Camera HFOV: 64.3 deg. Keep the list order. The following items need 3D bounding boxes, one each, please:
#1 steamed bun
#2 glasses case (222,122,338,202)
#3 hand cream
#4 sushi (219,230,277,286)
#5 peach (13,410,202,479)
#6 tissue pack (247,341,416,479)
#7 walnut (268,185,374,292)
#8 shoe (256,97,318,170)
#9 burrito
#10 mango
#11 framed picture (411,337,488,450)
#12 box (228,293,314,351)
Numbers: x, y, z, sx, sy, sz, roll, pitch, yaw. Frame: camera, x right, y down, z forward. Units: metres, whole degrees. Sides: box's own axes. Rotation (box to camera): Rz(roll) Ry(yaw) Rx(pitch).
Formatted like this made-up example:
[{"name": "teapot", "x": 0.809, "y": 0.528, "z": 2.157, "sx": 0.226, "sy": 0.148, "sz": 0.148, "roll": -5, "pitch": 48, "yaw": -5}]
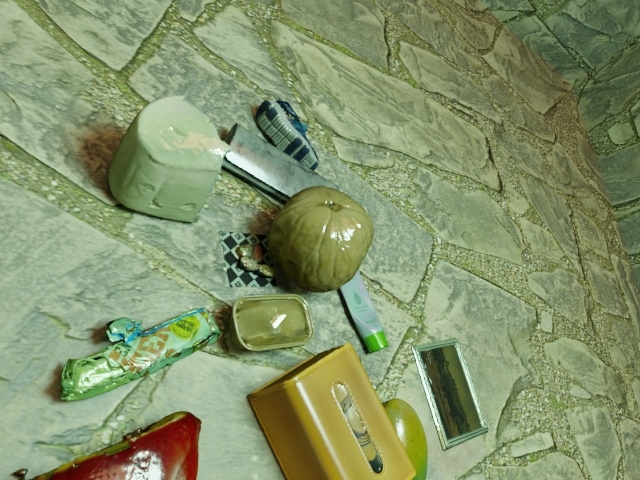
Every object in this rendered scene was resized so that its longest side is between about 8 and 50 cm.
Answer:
[{"name": "steamed bun", "x": -0.263, "y": -0.157, "z": 0.929, "sx": 0.200, "sy": 0.225, "sz": 0.170, "roll": 16, "pitch": 56, "yaw": -32}, {"name": "glasses case", "x": -0.092, "y": -0.153, "z": 1.194, "sx": 0.299, "sy": 0.060, "sz": 0.114, "roll": 28, "pitch": 59, "yaw": -26}, {"name": "hand cream", "x": 0.085, "y": 0.130, "z": 1.206, "sx": 0.079, "sy": 0.050, "sz": 0.275, "roll": 22, "pitch": 43, "yaw": -65}, {"name": "sushi", "x": -0.144, "y": 0.034, "z": 1.066, "sx": 0.120, "sy": 0.026, "sz": 0.126, "roll": 3, "pitch": 64, "yaw": -39}, {"name": "peach", "x": -0.260, "y": 0.345, "z": 0.702, "sx": 0.267, "sy": 0.158, "sz": 0.154, "roll": -10, "pitch": 79, "yaw": -46}, {"name": "tissue pack", "x": 0.028, "y": 0.357, "z": 0.947, "sx": 0.194, "sy": 0.145, "sz": 0.275, "roll": -21, "pitch": 82, "yaw": -48}, {"name": "walnut", "x": 0.000, "y": 0.000, "z": 1.075, "sx": 0.228, "sy": 0.228, "sz": 0.228, "roll": 21, "pitch": 54, "yaw": -31}, {"name": "shoe", "x": -0.067, "y": -0.263, "z": 1.260, "sx": 0.106, "sy": 0.091, "sz": 0.207, "roll": -31, "pitch": 88, "yaw": -46}, {"name": "burrito", "x": -0.291, "y": 0.168, "z": 0.838, "sx": 0.288, "sy": 0.054, "sz": 0.104, "roll": -21, "pitch": 80, "yaw": -46}, {"name": "mango", "x": 0.169, "y": 0.434, "z": 1.068, "sx": 0.130, "sy": 0.091, "sz": 0.195, "roll": -13, "pitch": 84, "yaw": -48}, {"name": "framed picture", "x": 0.333, "y": 0.378, "z": 1.292, "sx": 0.197, "sy": 0.014, "sz": 0.252, "roll": 1, "pitch": 65, "yaw": -41}, {"name": "box", "x": -0.095, "y": 0.159, "z": 0.981, "sx": 0.177, "sy": 0.111, "sz": 0.111, "roll": 2, "pitch": 65, "yaw": -41}]
